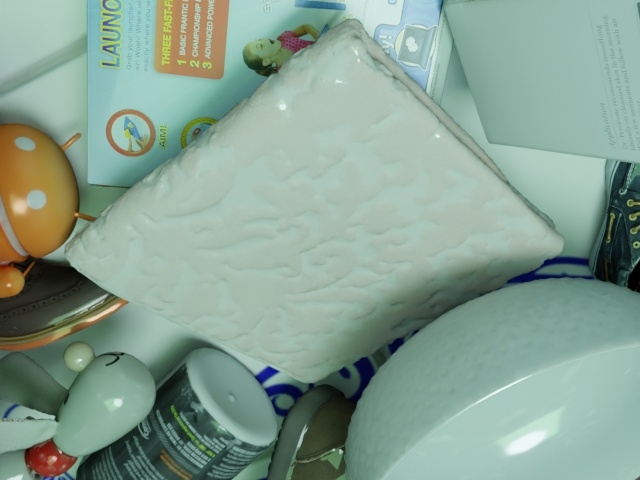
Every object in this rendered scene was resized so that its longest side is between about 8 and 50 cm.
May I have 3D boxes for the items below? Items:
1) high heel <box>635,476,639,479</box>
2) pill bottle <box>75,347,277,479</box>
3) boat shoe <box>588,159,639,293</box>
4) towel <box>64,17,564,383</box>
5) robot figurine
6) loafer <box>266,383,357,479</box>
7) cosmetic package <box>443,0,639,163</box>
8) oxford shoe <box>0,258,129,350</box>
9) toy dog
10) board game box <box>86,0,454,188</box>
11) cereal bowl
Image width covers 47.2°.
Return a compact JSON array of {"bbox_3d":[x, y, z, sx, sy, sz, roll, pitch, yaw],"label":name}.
[{"bbox_3d":[0.354,0.449,0.897,0.181,0.127,0.377,32,109,18],"label":"high heel"},{"bbox_3d":[-0.172,0.239,0.791,0.130,0.130,0.245,42,105,-20],"label":"pill bottle"},{"bbox_3d":[0.327,-0.022,0.739,0.065,0.083,0.183,1,114,-5],"label":"boat shoe"},{"bbox_3d":[0.000,0.000,0.649,0.331,0.053,0.317,-33,133,29],"label":"towel"},{"bbox_3d":[-0.316,-0.035,0.655,0.219,0.158,0.128,-13,127,-7],"label":"robot figurine"},{"bbox_3d":[-0.008,0.348,0.792,0.130,0.133,0.366,17,99,29],"label":"loafer"},{"bbox_3d":[0.260,-0.170,0.554,0.224,0.224,0.138,-33,117,-18],"label":"cosmetic package"},{"bbox_3d":[-0.308,0.050,0.718,0.271,0.097,0.098,-12,107,0],"label":"oxford shoe"},{"bbox_3d":[-0.327,0.184,0.679,0.333,0.220,0.161,-39,100,-14],"label":"toy dog"},{"bbox_3d":[-0.040,-0.188,0.635,0.301,0.086,0.308,6,113,-7],"label":"board game box"},{"bbox_3d":[0.175,0.154,0.692,0.338,0.141,0.339,-12,135,-12],"label":"cereal bowl"}]
